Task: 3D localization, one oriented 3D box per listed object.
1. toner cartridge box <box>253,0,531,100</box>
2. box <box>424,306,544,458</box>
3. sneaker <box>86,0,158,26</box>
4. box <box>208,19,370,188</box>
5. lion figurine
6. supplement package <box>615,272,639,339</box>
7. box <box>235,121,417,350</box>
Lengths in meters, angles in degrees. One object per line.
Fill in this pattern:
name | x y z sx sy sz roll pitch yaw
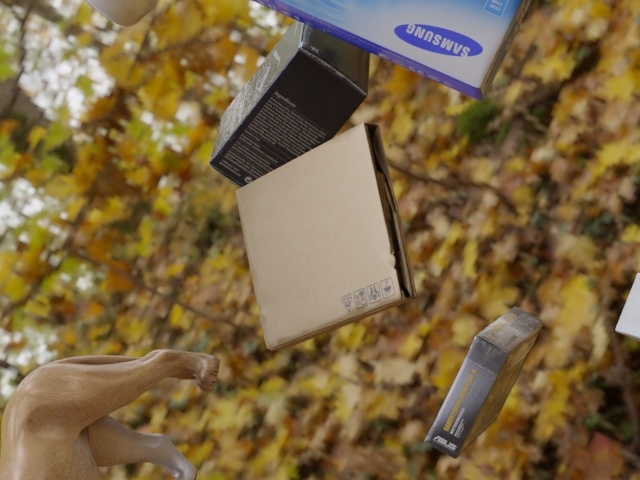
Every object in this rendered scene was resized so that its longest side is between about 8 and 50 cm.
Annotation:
toner cartridge box | 0.070 -0.313 1.680 0.165 0.347 0.075 -65 -11 -2
box | 0.247 0.208 2.105 0.231 0.056 0.183 -22 -43 -66
sneaker | -0.169 -0.323 1.357 0.123 0.106 0.290 -40 29 32
box | -0.037 -0.173 1.812 0.207 0.108 0.153 -48 17 27
lion figurine | -0.230 0.216 1.200 0.392 0.240 0.142 -81 4 -53
supplement package | 0.588 0.133 2.279 0.105 0.179 0.105 23 -92 -40
box | 0.000 0.000 1.302 0.021 0.165 0.201 -2 -15 -40
